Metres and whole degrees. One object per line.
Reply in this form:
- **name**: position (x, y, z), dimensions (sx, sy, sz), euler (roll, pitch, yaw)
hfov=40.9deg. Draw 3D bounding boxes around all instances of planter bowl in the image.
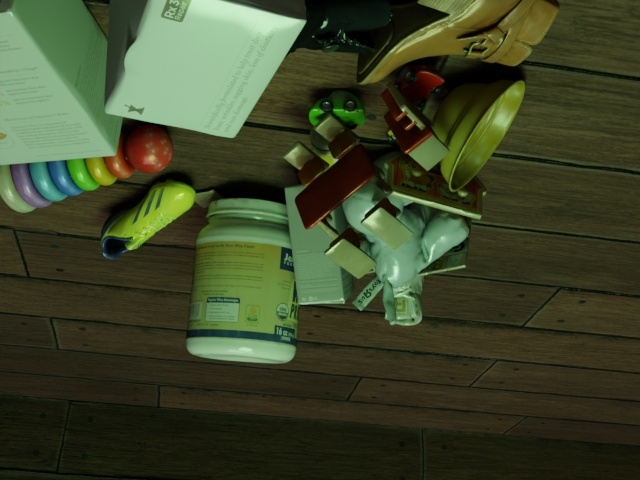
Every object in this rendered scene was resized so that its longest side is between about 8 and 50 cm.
- **planter bowl**: position (0.246, -0.196, 1.442), dimensions (0.090, 0.217, 0.217), euler (36, 158, 17)

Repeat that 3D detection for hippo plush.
- **hippo plush**: position (0.115, -0.045, 1.672), dimensions (0.234, 0.294, 0.236), euler (22, 152, 53)

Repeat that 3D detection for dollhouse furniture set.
- **dollhouse furniture set**: position (0.062, -0.119, 1.378), dimensions (0.259, 0.262, 0.135), euler (-40, 134, 17)

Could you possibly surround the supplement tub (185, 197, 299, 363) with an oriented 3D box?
- **supplement tub**: position (-0.152, 0.087, 1.771), dimensions (0.229, 0.316, 0.228), euler (4, 169, 1)

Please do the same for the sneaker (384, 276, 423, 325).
- **sneaker**: position (0.189, 0.092, 1.958), dimensions (0.108, 0.169, 0.292), euler (-4, 150, 15)

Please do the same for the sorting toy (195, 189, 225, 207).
- **sorting toy**: position (-0.229, -0.084, 1.817), dimensions (0.062, 0.012, 0.083), euler (-11, 150, 28)

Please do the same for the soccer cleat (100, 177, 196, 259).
- **soccer cleat**: position (-0.360, -0.038, 1.793), dimensions (0.289, 0.121, 0.093), euler (-24, 136, 39)

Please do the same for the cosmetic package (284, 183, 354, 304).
- **cosmetic package**: position (0.000, 0.000, 1.701), dimensions (0.107, 0.237, 0.127), euler (-3, -172, 13)

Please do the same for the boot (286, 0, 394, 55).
- **boot**: position (-0.032, -0.284, 1.254), dimensions (0.207, 0.094, 0.246), euler (-9, 166, -34)

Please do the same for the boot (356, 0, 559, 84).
- **boot**: position (0.197, -0.308, 1.293), dimensions (0.220, 0.109, 0.283), euler (11, 144, -25)

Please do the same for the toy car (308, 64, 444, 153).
- **toy car**: position (0.093, -0.230, 1.477), dimensions (0.225, 0.053, 0.239), euler (1, 151, 4)

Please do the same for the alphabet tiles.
- **alphabet tiles**: position (0.196, 0.007, 1.773), dimensions (0.237, 0.198, 0.009), euler (-13, 128, 26)

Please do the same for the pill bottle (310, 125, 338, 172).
- **pill bottle**: position (0.017, -0.167, 1.588), dimensions (0.065, 0.065, 0.116), euler (-1, 151, 5)

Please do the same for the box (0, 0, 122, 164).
- **box**: position (-0.463, -0.280, 1.298), dimensions (0.215, 0.168, 0.345), euler (-3, 152, 11)

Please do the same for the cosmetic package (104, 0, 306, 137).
- **cosmetic package**: position (-0.133, -0.333, 0.932), dimensions (0.156, 0.384, 0.217), euler (7, 152, -24)

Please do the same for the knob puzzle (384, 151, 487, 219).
- **knob puzzle**: position (0.210, -0.122, 1.548), dimensions (0.213, 0.213, 0.030), euler (8, 126, -11)

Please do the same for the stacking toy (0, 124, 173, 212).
- **stacking toy**: position (-0.433, -0.149, 1.609), dimensions (0.331, 0.141, 0.141), euler (-11, 150, 10)
